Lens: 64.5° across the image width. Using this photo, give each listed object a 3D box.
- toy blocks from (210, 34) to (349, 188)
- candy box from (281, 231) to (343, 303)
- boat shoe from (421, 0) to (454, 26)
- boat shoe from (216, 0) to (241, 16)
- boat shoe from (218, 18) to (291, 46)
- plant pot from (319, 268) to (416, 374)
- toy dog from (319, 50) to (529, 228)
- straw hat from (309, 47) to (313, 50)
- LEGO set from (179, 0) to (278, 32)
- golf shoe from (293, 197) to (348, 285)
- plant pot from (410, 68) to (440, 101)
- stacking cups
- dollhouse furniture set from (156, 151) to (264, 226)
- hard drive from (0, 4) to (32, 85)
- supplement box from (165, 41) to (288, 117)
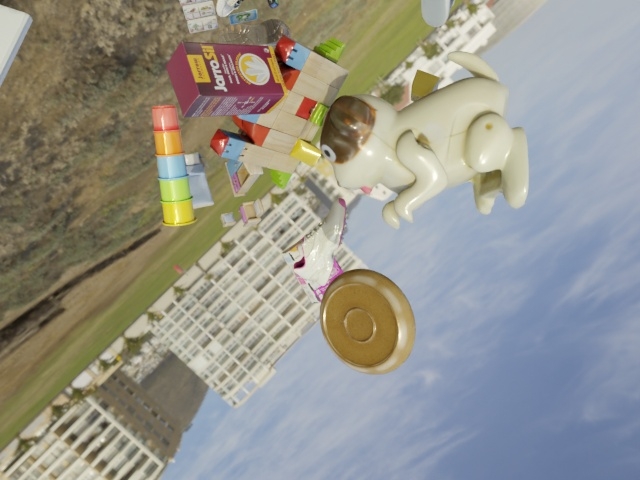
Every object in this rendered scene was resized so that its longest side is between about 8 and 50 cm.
[{"bbox_3d":[-0.109,-0.319,1.172,0.261,0.191,0.381,6,121,-51],"label":"toy blocks"},{"bbox_3d":[-0.020,0.101,1.938,0.159,0.233,0.071,-37,-170,-29],"label":"candy box"},{"bbox_3d":[0.349,-0.763,1.431,0.105,0.113,0.306,-57,152,-22],"label":"boat shoe"},{"bbox_3d":[-0.317,-0.886,1.861,0.184,0.063,0.066,-39,161,30],"label":"boat shoe"},{"bbox_3d":[-0.269,-0.837,2.103,0.325,0.123,0.116,5,-166,22],"label":"boat shoe"},{"bbox_3d":[0.089,0.179,1.091,0.236,0.236,0.032,-40,164,33],"label":"plant pot"},{"bbox_3d":[0.202,-0.216,1.099,0.408,0.395,0.284,-1,-172,0],"label":"toy dog"},{"bbox_3d":[-0.070,-0.741,2.152,0.144,0.144,0.061,-44,157,1],"label":"straw hat"},{"bbox_3d":[-0.227,-0.611,1.277,0.244,0.060,0.182,-14,175,-6],"label":"LEGO set"},{"bbox_3d":[0.000,0.000,1.659,0.115,0.140,0.306,-94,-160,-73],"label":"golf shoe"},{"bbox_3d":[0.340,-0.504,1.695,0.083,0.082,0.081,-62,168,-8],"label":"plant pot"},{"bbox_3d":[-0.392,-0.201,1.364,0.096,0.316,0.096,0,-163,0],"label":"stacking cups"},{"bbox_3d":[-0.366,-0.186,1.704,0.303,0.286,0.198,-12,167,-28],"label":"dollhouse furniture set"},{"bbox_3d":[-1.096,-0.627,1.638,0.040,0.203,0.307,127,-21,-75],"label":"hard drive"},{"bbox_3d":[-0.166,-0.290,0.920,0.188,0.104,0.081,-15,173,-39],"label":"supplement box"}]
